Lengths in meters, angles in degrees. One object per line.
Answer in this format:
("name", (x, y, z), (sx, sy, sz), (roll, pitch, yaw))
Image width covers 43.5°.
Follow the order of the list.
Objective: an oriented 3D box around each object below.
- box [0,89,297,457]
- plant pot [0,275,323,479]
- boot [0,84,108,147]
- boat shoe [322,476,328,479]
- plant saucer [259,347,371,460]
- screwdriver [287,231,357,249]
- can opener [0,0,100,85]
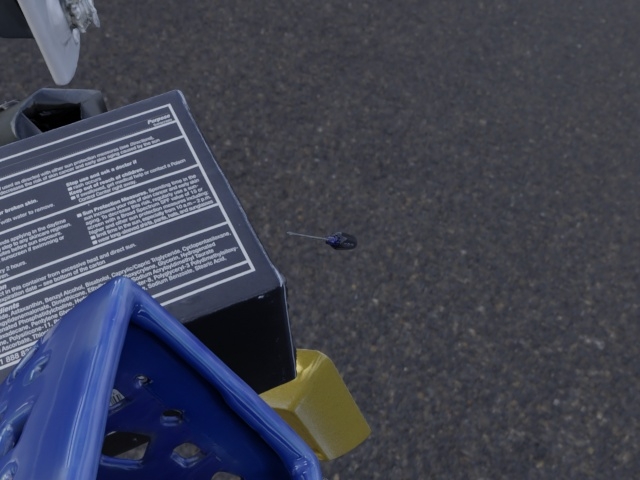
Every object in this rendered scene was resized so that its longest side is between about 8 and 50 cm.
("box", (-0.216, 0.040, 0.802), (0.296, 0.183, 0.294), (-21, 54, -13))
("plant pot", (-0.136, 0.205, 0.492), (0.212, 0.236, 0.236), (-32, 30, 13))
("boot", (-0.562, -0.088, 1.146), (0.445, 0.146, 0.367), (-8, 23, 23))
("boat shoe", (-0.044, 0.384, 1.291), (0.142, 0.040, 0.049), (16, 45, -1))
("plant saucer", (-0.113, 0.276, 1.328), (0.333, 0.333, 0.081), (3, 57, 20))
("screwdriver", (0.000, 0.000, 0.980), (0.024, 0.025, 0.170), (53, 24, 21))
("can opener", (-0.171, -0.179, 0.399), (0.093, 0.280, 0.074), (0, 65, -5))
